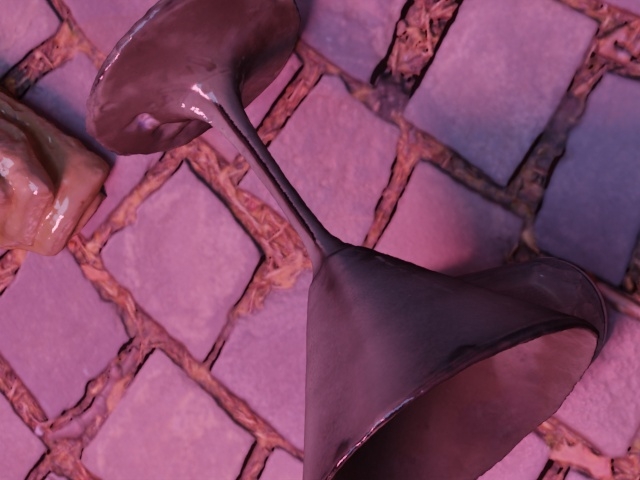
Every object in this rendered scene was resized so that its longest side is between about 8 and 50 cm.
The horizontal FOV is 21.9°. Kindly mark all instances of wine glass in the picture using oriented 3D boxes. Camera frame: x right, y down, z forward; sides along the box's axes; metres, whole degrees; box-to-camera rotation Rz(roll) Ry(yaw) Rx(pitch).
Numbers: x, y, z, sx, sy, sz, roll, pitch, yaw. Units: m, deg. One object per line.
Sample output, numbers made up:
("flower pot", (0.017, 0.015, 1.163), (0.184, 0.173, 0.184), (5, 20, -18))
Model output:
("wine glass", (0.000, 0.000, 1.285), (0.267, 0.267, 0.406), (-47, 62, 25))

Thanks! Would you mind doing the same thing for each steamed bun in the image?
("steamed bun", (-0.435, -0.056, 1.559), (0.428, 0.189, 0.247), (29, 118, 19))

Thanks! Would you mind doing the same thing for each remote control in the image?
("remote control", (0.119, 0.081, 1.377), (0.247, 0.052, 0.104), (-15, 88, 29))
